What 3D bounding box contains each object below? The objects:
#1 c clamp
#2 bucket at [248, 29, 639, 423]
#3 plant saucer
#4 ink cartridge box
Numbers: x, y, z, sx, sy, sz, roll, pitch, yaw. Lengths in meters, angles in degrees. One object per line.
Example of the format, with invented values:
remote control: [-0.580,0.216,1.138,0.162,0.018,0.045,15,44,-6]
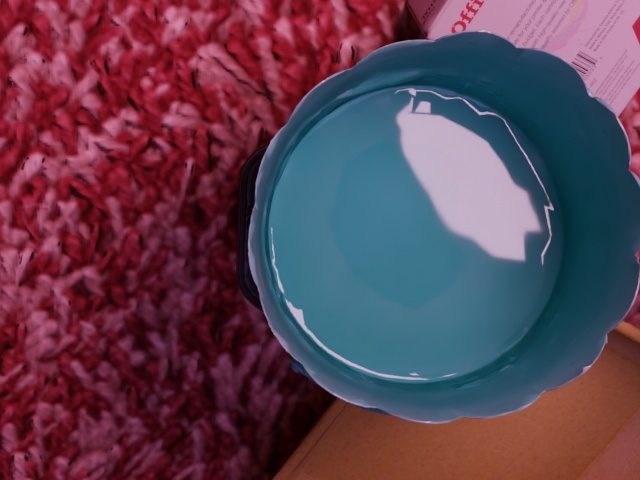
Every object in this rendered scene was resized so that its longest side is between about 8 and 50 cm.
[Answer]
c clamp: [0.000,0.000,1.230,0.137,0.022,0.161,-2,99,7]
bucket: [0.082,-0.005,1.118,0.281,0.183,0.281,0,89,-3]
plant saucer: [0.147,0.171,1.360,0.332,0.081,0.333,28,112,-25]
ink cartridge box: [0.173,-0.179,1.162,0.175,0.072,0.127,25,113,-23]
